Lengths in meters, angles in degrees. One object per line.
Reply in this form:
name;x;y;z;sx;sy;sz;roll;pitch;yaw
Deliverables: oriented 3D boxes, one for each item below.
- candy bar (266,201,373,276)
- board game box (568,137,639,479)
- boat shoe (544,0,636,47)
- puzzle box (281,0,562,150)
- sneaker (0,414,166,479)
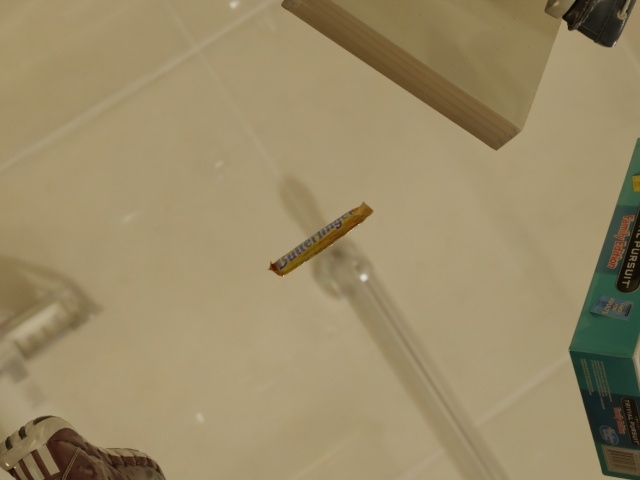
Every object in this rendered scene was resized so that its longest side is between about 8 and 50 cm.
candy bar;0.000;0.000;1.794;0.161;0.018;0.040;-34;-152;-8
board game box;0.400;0.082;1.634;0.079;0.254;0.336;6;-129;27
boat shoe;0.298;-0.292;1.218;0.254;0.079;0.095;-59;-175;-12
puzzle box;0.148;-0.321;1.435;0.052;0.272;0.409;-42;-160;53
sneaker;-0.229;0.300;1.439;0.106;0.162;0.281;-41;147;6
